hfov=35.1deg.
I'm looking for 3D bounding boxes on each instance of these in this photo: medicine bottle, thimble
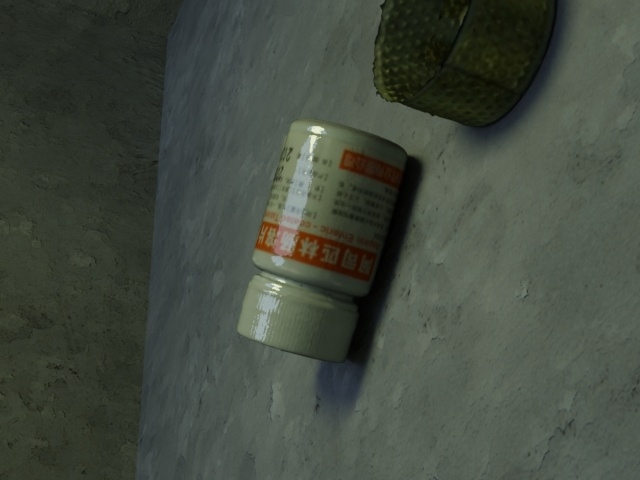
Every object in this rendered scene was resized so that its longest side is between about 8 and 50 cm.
[{"bbox_3d":[0.000,0.000,1.683,0.211,0.211,0.372,12,86,69],"label":"medicine bottle"},{"bbox_3d":[0.201,-0.309,1.465,0.271,0.150,0.271,-41,41,50],"label":"thimble"}]

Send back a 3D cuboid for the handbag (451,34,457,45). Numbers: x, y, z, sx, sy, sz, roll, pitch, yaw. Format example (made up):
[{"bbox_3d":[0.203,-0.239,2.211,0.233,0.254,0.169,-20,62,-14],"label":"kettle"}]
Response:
[{"bbox_3d":[0.211,-0.332,1.653,0.061,0.027,0.083,-41,43,49],"label":"handbag"}]
